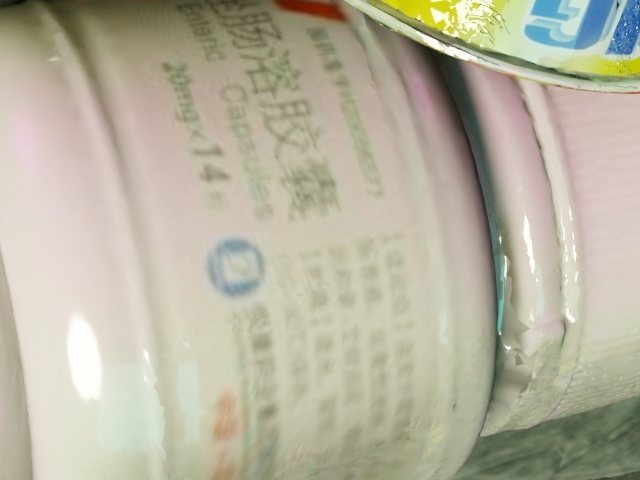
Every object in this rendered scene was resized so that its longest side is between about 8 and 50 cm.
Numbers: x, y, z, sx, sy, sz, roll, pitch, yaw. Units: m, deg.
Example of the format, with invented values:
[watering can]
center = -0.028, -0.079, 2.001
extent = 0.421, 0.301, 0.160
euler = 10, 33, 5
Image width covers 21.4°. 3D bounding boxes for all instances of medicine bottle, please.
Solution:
[medicine bottle]
center = 0.000, 0.000, 0.738
extent = 0.302, 0.241, 0.241
euler = -11, 142, -19

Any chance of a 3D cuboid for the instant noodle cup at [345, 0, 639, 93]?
[instant noodle cup]
center = 0.088, -0.171, 0.614
extent = 0.205, 0.205, 0.153
euler = 5, 127, -24
